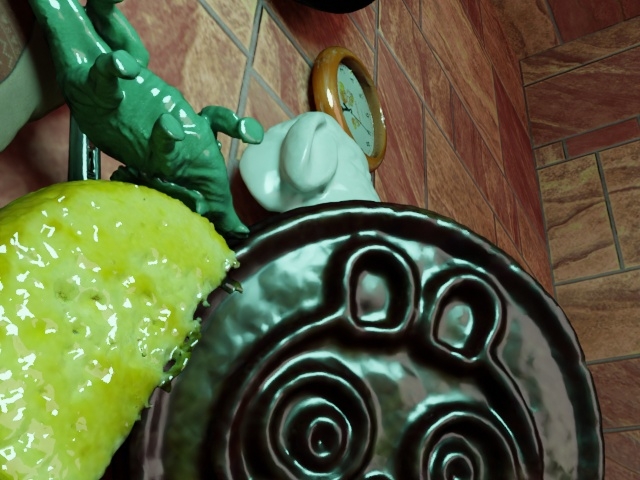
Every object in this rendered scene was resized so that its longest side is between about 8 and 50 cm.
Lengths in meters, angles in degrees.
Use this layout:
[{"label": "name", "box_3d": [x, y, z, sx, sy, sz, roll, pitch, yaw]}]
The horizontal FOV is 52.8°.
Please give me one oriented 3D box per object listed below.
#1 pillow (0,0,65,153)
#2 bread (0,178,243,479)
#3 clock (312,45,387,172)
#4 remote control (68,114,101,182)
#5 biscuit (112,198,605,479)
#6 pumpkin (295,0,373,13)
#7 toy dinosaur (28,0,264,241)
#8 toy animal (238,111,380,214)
[{"label": "pillow", "box_3d": [-0.255, -0.160, 0.412, 0.236, 0.084, 0.223, 57, 31, -30]}, {"label": "bread", "box_3d": [-0.173, 0.047, 0.382, 0.147, 0.160, 0.261, 57, 34, -21]}, {"label": "clock", "box_3d": [0.046, -0.203, 1.014, 0.205, 0.051, 0.205, 35, 48, -51]}, {"label": "remote control", "box_3d": [-0.197, -0.079, 0.549, 0.034, 0.016, 0.091, 18, 60, -52]}, {"label": "biscuit", "box_3d": [0.044, 0.159, 0.513, 0.091, 0.406, 0.408, 128, -45, -71]}, {"label": "pumpkin", "box_3d": [0.012, -0.482, 0.912, 0.315, 0.238, 0.316, 9, 90, -68]}, {"label": "toy dinosaur", "box_3d": [-0.129, -0.113, 0.436, 0.079, 0.119, 0.292, -52, 130, -40]}, {"label": "toy animal", "box_3d": [0.000, 0.000, 0.715, 0.257, 0.193, 0.358, 16, 49, -47]}]
